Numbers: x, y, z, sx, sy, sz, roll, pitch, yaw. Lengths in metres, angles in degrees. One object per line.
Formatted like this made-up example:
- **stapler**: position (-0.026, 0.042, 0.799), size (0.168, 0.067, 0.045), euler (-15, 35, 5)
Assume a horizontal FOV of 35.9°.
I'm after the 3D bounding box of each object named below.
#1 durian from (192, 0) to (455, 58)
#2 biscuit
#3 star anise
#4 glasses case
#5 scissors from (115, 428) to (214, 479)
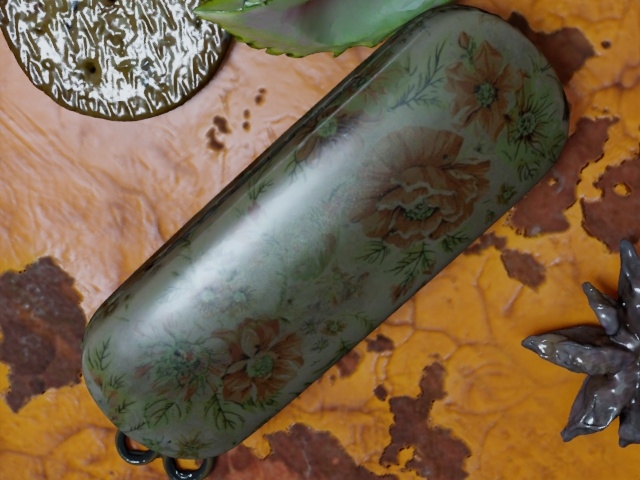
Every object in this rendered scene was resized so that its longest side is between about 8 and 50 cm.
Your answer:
- **durian**: position (0.088, -0.243, 0.660), size (0.355, 0.169, 0.157), euler (-40, 104, 17)
- **biscuit**: position (-0.156, -0.185, 0.758), size (0.188, 0.027, 0.188), euler (1, 103, 3)
- **star anise**: position (0.260, 0.088, 0.790), size (0.195, 0.065, 0.182), euler (2, 103, 6)
- **glasses case**: position (0.000, 0.000, 0.750), size (0.425, 0.098, 0.156), euler (-42, 112, 7)
- **scissors**: position (-0.099, 0.103, 0.831), size (0.088, 0.017, 0.220), euler (24, 103, -3)
